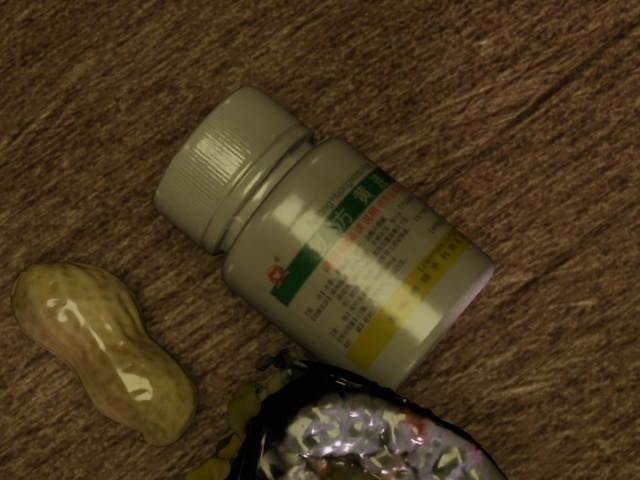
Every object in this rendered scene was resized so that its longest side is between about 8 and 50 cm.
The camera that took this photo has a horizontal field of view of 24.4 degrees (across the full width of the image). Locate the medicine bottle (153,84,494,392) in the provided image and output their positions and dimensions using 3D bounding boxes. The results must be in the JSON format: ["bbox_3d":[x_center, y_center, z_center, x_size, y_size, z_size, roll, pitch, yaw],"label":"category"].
[{"bbox_3d":[0.000,0.000,1.615,0.339,0.208,0.208,39,85,5],"label":"medicine bottle"}]

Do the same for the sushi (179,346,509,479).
[{"bbox_3d":[0.023,0.295,1.496,0.328,0.285,0.328,16,90,-12],"label":"sushi"}]

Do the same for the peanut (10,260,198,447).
[{"bbox_3d":[-0.234,0.116,1.652,0.256,0.123,0.123,44,85,4],"label":"peanut"}]
